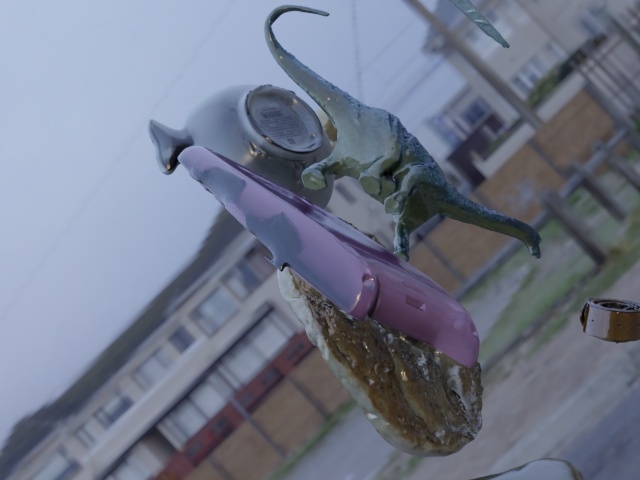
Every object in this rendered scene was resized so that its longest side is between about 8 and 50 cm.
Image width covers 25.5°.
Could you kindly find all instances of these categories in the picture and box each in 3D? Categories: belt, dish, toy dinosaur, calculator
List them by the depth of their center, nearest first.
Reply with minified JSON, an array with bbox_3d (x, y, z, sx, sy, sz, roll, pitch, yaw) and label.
[{"bbox_3d":[0.001,-0.001,1.131,0.194,0.294,0.043,25,-80,-42],"label":"calculator"},{"bbox_3d":[0.276,0.075,1.330,0.083,0.059,0.036,-5,-76,-63],"label":"belt"},{"bbox_3d":[0.063,-0.074,1.368,0.076,0.363,0.147,-46,5,44],"label":"toy dinosaur"},{"bbox_3d":[-0.070,-0.119,1.634,0.246,0.224,0.078,3,-39,-33],"label":"dish"}]

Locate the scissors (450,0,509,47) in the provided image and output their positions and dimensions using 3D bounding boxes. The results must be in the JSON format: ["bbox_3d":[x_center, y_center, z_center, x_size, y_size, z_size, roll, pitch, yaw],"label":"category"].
[{"bbox_3d":[0.124,-0.310,1.613,0.017,0.247,0.144,-57,-5,-50],"label":"scissors"}]

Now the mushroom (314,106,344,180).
[{"bbox_3d":[-0.008,-0.148,2.151,0.112,0.148,0.148,-53,-6,11],"label":"mushroom"}]

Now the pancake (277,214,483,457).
[{"bbox_3d":[0.079,0.122,1.872,0.082,0.387,0.387,-39,-2,22],"label":"pancake"}]

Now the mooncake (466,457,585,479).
[{"bbox_3d":[0.194,0.461,1.409,0.262,0.467,0.467,-11,0,8],"label":"mooncake"}]
